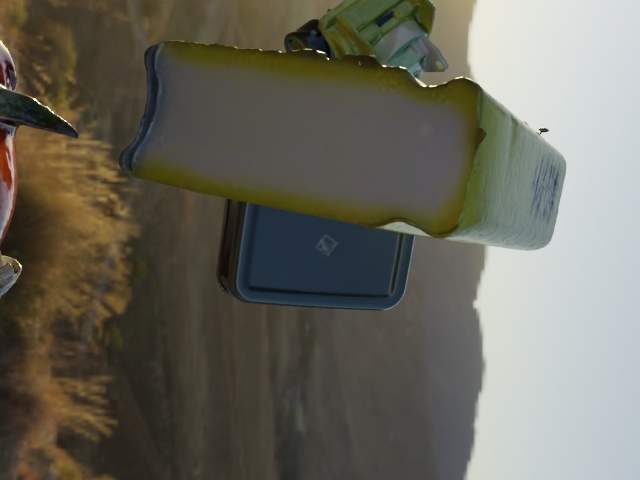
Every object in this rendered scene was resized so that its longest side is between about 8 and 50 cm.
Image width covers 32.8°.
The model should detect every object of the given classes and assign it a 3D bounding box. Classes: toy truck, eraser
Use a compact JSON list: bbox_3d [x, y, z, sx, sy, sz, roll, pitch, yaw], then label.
[{"bbox_3d":[0.050,-0.121,1.004,0.135,0.128,0.259,47,-21,14],"label":"toy truck"},{"bbox_3d":[0.028,-0.040,0.536,0.226,0.158,0.069,5,95,-70],"label":"eraser"}]

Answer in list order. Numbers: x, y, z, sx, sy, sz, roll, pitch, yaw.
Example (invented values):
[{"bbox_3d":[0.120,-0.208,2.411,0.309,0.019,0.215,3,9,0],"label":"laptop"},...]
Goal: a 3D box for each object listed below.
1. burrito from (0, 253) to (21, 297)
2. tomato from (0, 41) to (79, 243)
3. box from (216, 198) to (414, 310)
[{"bbox_3d":[-0.357,0.119,0.964,0.275,0.082,0.059,-56,165,2],"label":"burrito"},{"bbox_3d":[-0.278,-0.061,0.555,0.256,0.224,0.256,19,69,-60],"label":"tomato"},{"bbox_3d":[0.000,0.000,0.695,0.031,0.126,0.091,-139,-123,-68],"label":"box"}]
